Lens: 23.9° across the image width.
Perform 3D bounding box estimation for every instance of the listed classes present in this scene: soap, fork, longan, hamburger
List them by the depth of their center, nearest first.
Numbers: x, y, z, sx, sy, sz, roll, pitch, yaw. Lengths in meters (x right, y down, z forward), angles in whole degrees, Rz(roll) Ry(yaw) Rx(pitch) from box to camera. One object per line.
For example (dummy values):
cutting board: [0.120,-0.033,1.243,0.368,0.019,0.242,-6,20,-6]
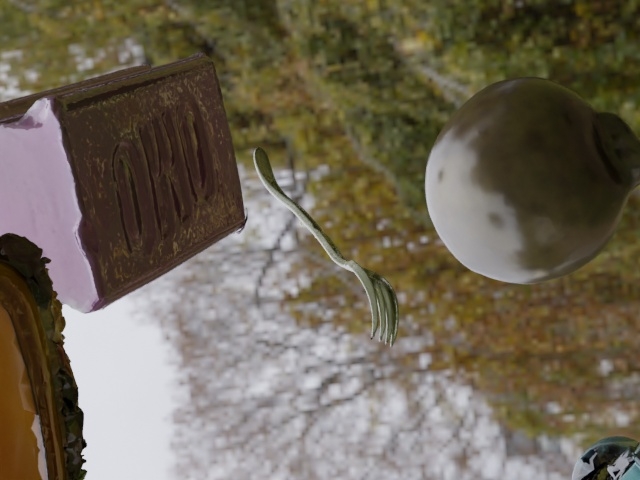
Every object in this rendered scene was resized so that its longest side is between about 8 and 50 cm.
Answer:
hamburger: [-0.171,0.068,0.665,0.087,0.137,0.166,-97,6,-73]
soap: [-0.118,-0.036,0.884,0.203,0.065,0.122,-36,-64,-66]
fork: [0.004,-0.005,1.092,0.034,0.028,0.219,19,-155,-41]
longan: [0.195,-0.056,1.356,0.159,0.204,0.185,-6,-95,-79]

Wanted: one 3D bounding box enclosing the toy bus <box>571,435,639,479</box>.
toy bus: [0.146,0.238,0.831,0.165,0.271,0.133,43,-161,11]
